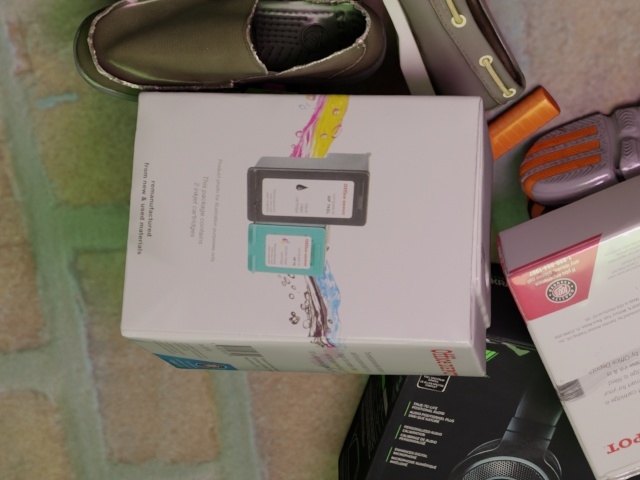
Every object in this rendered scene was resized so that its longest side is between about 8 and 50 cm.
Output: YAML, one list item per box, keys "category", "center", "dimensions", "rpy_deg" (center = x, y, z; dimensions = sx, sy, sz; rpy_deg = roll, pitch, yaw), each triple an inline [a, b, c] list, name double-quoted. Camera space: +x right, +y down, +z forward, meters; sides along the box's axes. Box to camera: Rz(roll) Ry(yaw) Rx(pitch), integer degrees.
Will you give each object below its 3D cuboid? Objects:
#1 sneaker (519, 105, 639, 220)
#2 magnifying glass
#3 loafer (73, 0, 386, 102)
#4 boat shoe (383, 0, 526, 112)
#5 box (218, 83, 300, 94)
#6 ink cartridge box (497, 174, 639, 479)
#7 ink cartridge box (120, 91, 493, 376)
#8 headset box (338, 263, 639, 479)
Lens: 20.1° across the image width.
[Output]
- category: "sneaker"
  center: [0.344, -0.042, 1.550]
  dimensions: [0.321, 0.125, 0.180]
  rpy_deg: [-13, 126, 20]
- category: "magnifying glass"
  center: [0.109, -0.057, 1.581]
  dimensions: [0.231, 0.026, 0.092]
  rpy_deg: [-35, 111, 21]
- category: "loafer"
  center: [-0.070, -0.165, 1.424]
  dimensions: [0.251, 0.087, 0.094]
  rpy_deg: [-6, 81, -6]
- category: "boat shoe"
  center: [0.083, -0.222, 1.429]
  dimensions: [0.091, 0.109, 0.305]
  rpy_deg: [-17, 127, 9]
- category: "box"
  center: [-0.057, -0.145, 1.507]
  dimensions: [0.083, 0.052, 0.062]
  rpy_deg: [6, 123, -3]
- category: "ink cartridge box"
  center: [0.257, 0.071, 1.481]
  dimensions: [0.158, 0.092, 0.218]
  rpy_deg: [-22, 113, 9]
- category: "ink cartridge box"
  center: [0.000, 0.000, 1.450]
  dimensions: [0.270, 0.198, 0.197]
  rpy_deg: [1, 79, 8]
- category: "headset box"
  center: [0.172, 0.162, 1.657]
  dimensions: [0.246, 0.131, 0.283]
  rpy_deg: [14, 120, -10]
